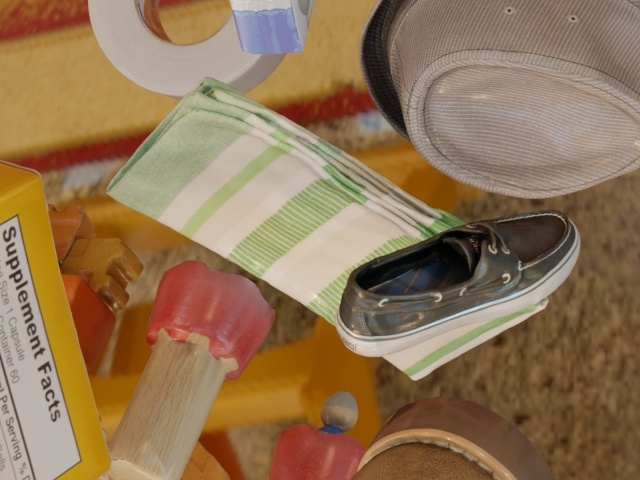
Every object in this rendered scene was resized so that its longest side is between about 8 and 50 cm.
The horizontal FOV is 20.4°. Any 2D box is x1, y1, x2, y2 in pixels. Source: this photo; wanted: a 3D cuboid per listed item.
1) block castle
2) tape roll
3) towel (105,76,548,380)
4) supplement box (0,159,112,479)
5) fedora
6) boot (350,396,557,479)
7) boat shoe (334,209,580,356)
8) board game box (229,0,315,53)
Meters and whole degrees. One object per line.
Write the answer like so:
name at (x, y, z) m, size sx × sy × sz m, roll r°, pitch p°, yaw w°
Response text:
block castle at (-0.209, 0.127, 1.387) m, size 0.453 × 0.213 × 0.303 m, roll 3°, pitch 145°, yaw 30°
tape roll at (-0.131, -0.257, 1.885) m, size 0.219 × 0.072 × 0.219 m, roll -1°, pitch 86°, yaw 16°
towel at (0.000, 0.000, 1.451) m, size 0.324 × 0.038 × 0.248 m, roll 30°, pitch 152°, yaw -12°
supplement box at (-0.313, 0.103, 0.918) m, size 0.195 × 0.356 × 0.194 m, roll 17°, pitch 127°, yaw 39°
fedora at (0.167, -0.117, 1.344) m, size 0.275 × 0.124 × 0.244 m, roll 12°, pitch 131°, yaw -10°
boot at (0.091, 0.217, 0.701) m, size 0.112 × 0.115 × 0.305 m, roll -24°, pitch 106°, yaw 38°
boat shoe at (0.071, 0.014, 0.873) m, size 0.142 × 0.049 × 0.040 m, roll -24°, pitch 141°, yaw -24°
board game box at (-0.015, -0.114, 0.483) m, size 0.020 × 0.090 × 0.090 m, roll -1°, pitch 135°, yaw 12°
